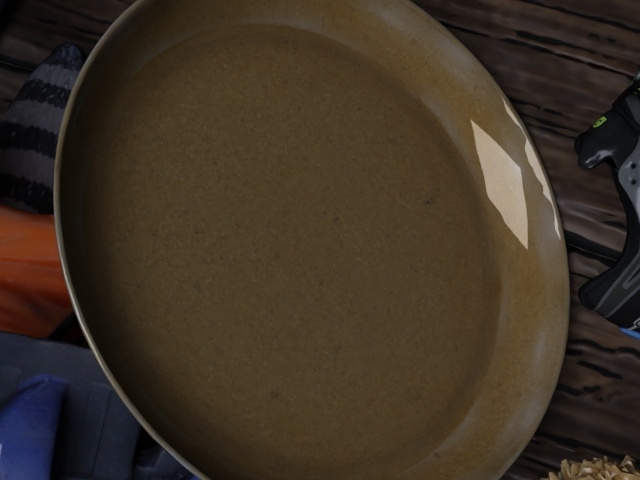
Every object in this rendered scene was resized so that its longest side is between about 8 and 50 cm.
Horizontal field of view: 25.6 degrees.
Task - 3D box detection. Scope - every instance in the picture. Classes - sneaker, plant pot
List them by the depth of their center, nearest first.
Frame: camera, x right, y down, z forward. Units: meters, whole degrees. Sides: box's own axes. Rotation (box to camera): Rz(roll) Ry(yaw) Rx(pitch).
[{"bbox_3d":[0.000,0.000,0.567,0.032,0.236,0.236,-30,73,55],"label":"plant pot"},{"bbox_3d":[0.145,-0.051,0.575,0.078,0.067,0.188,11,93,15],"label":"sneaker"}]

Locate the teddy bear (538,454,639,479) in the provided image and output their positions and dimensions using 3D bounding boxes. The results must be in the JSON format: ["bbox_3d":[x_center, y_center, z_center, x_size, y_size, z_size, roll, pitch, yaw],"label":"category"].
[{"bbox_3d":[0.183,0.184,0.537,0.245,0.113,0.338,16,100,28],"label":"teddy bear"}]

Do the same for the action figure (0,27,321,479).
[{"bbox_3d":[-0.096,0.053,0.609,0.178,0.341,0.330,-14,57,59],"label":"action figure"}]

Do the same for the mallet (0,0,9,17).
[{"bbox_3d":[-0.156,-0.158,0.716,0.062,0.039,0.190,44,105,16],"label":"mallet"}]
